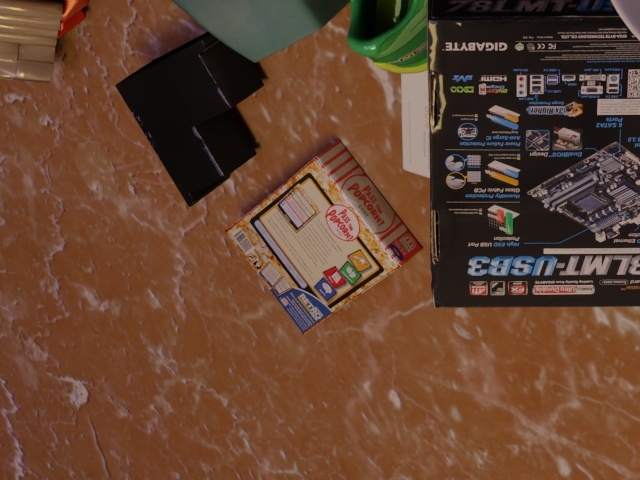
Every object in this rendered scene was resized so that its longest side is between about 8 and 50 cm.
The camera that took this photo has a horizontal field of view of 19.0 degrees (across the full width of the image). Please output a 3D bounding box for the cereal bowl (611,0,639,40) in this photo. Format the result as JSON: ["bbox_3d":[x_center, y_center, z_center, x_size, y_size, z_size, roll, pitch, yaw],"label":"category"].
[{"bbox_3d":[0.367,-0.276,1.423,0.339,0.141,0.339,-4,85,52],"label":"cereal bowl"}]

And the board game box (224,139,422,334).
[{"bbox_3d":[0.000,0.000,2.052,0.147,0.045,0.193,53,138,-1],"label":"board game box"}]

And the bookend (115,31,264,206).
[{"bbox_3d":[-0.113,-0.137,2.037,0.157,0.072,0.156,-22,103,46],"label":"bookend"}]

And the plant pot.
[{"bbox_3d":[-0.072,-0.304,1.829,0.165,0.166,0.234,-21,111,47],"label":"plant pot"}]

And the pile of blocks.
[{"bbox_3d":[-0.304,-0.303,2.088,0.113,0.149,0.362,5,146,-13],"label":"pile of blocks"}]

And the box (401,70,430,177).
[{"bbox_3d":[0.169,-0.117,1.789,0.170,0.091,0.130,20,128,31],"label":"box"}]

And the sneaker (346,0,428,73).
[{"bbox_3d":[0.080,-0.294,1.687,0.109,0.123,0.295,9,99,35],"label":"sneaker"}]

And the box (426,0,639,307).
[{"bbox_3d":[0.240,-0.077,1.667,0.296,0.073,0.293,-1,124,5],"label":"box"}]
